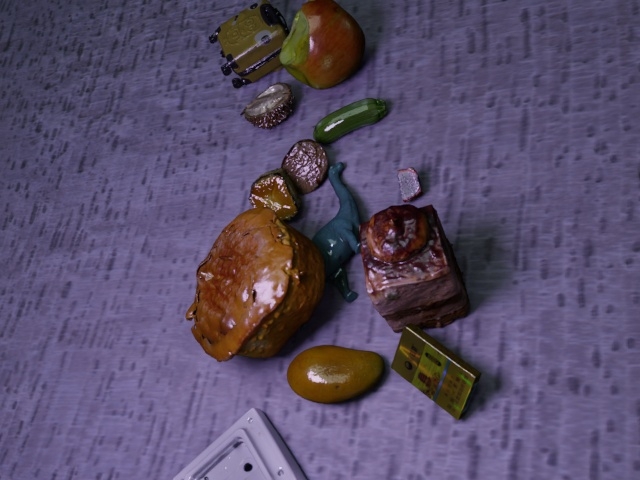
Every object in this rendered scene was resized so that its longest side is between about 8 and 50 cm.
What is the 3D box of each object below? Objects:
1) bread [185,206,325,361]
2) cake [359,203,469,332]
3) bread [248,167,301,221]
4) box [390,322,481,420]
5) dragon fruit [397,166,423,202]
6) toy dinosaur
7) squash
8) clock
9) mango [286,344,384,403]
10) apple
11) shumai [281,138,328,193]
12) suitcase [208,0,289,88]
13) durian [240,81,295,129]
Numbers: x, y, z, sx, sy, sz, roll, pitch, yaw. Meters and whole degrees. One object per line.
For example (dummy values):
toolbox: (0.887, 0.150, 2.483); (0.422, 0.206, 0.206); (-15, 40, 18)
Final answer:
bread: (-0.153, 0.116, 1.632); (0.358, 0.204, 0.337); (-47, 37, 24)
cake: (0.200, 0.055, 1.492); (0.196, 0.293, 0.199); (-15, 59, 12)
bread: (-0.124, -0.111, 1.829); (0.127, 0.069, 0.140); (-27, 93, 16)
box: (0.242, 0.277, 1.475); (0.193, 0.030, 0.122); (34, 125, 33)
dragon fruit: (0.224, -0.139, 1.723); (0.056, 0.060, 0.083); (-14, 86, 10)
toy dinosaur: (0.000, 0.000, 1.745); (0.383, 0.129, 0.331); (-46, 45, -1)
squash: (0.078, -0.328, 1.876); (0.219, 0.077, 0.068); (-20, 18, 13)
clock: (-0.189, 0.536, 1.535); (0.262, 0.116, 0.231); (-41, 55, 0)
mango: (0.033, 0.301, 1.567); (0.227, 0.099, 0.136); (-7, 55, 12)
apple: (-0.005, -0.547, 1.924); (0.226, 0.246, 0.246); (-48, 55, 6)
shumai: (-0.037, -0.208, 1.864); (0.123, 0.139, 0.105); (22, 40, 3)
suitcase: (-0.198, -0.593, 2.096); (0.234, 0.143, 0.194); (-30, 56, 9)
durian: (-0.149, -0.374, 1.996); (0.188, 0.091, 0.149); (-6, 50, 26)
